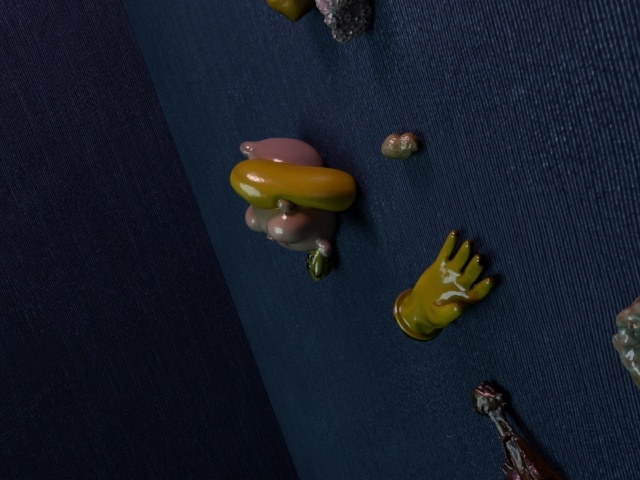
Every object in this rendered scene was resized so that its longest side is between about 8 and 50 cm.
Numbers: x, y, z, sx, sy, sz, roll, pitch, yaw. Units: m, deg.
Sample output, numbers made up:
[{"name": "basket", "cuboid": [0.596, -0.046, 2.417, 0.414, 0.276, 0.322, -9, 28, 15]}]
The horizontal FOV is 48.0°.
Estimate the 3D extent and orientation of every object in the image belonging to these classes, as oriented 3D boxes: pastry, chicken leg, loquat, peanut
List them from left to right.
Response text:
[{"name": "loquat", "cuboid": [-0.063, -0.520, 1.487, 0.137, 0.113, 0.137, 60, -179, -2]}, {"name": "pastry", "cuboid": [0.021, -0.497, 1.308, 0.112, 0.103, 0.265, -124, 9, -77]}, {"name": "peanut", "cuboid": [0.155, -0.182, 1.391, 0.113, 0.054, 0.053, 4, 116, 65]}, {"name": "chicken leg", "cuboid": [0.392, 0.418, 1.417, 0.113, 0.093, 0.304, -50, 55, 48]}]

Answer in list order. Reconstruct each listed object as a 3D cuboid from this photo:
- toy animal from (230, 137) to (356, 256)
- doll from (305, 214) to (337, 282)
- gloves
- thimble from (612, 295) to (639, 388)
[{"name": "toy animal", "cuboid": [-0.097, -0.093, 1.741, 0.345, 0.278, 0.246, 45, 134, 48]}, {"name": "doll", "cuboid": [-0.001, 0.000, 1.926, 0.291, 0.086, 0.117, 92, 177, -47]}, {"name": "gloves", "cuboid": [0.245, 0.088, 1.406, 0.133, 0.116, 0.294, 53, 150, 15]}, {"name": "thimble", "cuboid": [0.465, 0.127, 0.815, 0.229, 0.148, 0.196, 46, 151, 39]}]
